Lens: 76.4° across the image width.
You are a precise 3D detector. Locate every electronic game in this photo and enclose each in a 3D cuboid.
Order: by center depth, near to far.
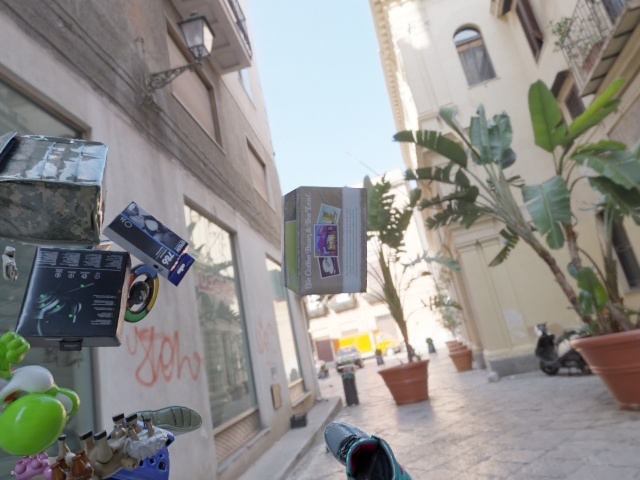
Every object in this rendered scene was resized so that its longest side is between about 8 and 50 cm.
[{"bbox_3d":[-0.688,0.199,1.545,0.048,0.229,0.229,10,-11,11],"label":"electronic game"}]

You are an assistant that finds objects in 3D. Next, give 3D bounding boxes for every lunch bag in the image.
[{"bbox_3d":[-0.596,-0.114,0.822,0.287,0.235,0.168,2,-60,-24],"label":"lunch bag"}]

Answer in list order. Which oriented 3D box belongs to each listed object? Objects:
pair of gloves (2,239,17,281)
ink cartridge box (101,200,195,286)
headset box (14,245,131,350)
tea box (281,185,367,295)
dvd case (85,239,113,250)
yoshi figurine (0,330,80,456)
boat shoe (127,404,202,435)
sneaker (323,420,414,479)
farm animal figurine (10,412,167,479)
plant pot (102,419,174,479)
[{"bbox_3d":[-1.089,0.016,1.414,0.042,0.240,0.204,-4,24,-42],"label":"pair of gloves"},{"bbox_3d":[-0.629,0.013,1.545,0.333,0.165,0.065,42,-52,-21],"label":"ink cartridge box"},{"bbox_3d":[-0.700,0.175,1.181,0.247,0.283,0.131,3,-29,-19],"label":"headset box"},{"bbox_3d":[0.000,0.000,1.351,0.220,0.328,0.323,0,1,-15],"label":"tea box"},{"bbox_3d":[-1.068,0.081,1.903,0.030,0.179,0.239,32,-1,-9],"label":"dvd case"},{"bbox_3d":[-0.608,0.278,0.734,0.204,0.203,0.362,-28,-50,22],"label":"yoshi figurine"},{"bbox_3d":[-0.629,0.736,1.619,0.302,0.113,0.103,17,-63,-34],"label":"boat shoe"},{"bbox_3d":[0.093,0.527,1.001,0.296,0.124,0.178,21,-29,43],"label":"sneaker"},{"bbox_3d":[-0.619,0.607,1.104,0.327,0.172,0.330,-15,1,-43],"label":"farm animal figurine"},{"bbox_3d":[-0.662,0.773,1.416,0.236,0.212,0.236,33,-61,-23],"label":"plant pot"}]
